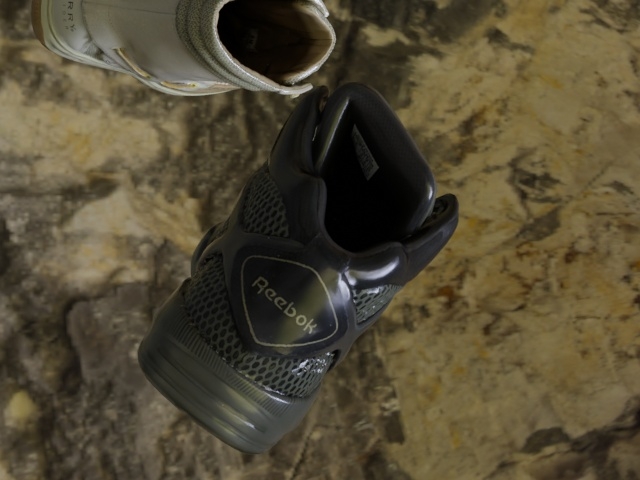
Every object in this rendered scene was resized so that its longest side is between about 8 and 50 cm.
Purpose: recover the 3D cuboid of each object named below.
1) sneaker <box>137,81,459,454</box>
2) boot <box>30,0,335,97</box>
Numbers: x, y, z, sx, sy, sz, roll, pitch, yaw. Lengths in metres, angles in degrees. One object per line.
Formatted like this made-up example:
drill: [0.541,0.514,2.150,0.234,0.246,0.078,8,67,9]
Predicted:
sneaker: [0.000,0.000,0.475,0.087,0.227,0.130,41,-82,-2]
boot: [-0.055,-0.130,0.706,0.165,0.213,0.077,12,-84,35]
